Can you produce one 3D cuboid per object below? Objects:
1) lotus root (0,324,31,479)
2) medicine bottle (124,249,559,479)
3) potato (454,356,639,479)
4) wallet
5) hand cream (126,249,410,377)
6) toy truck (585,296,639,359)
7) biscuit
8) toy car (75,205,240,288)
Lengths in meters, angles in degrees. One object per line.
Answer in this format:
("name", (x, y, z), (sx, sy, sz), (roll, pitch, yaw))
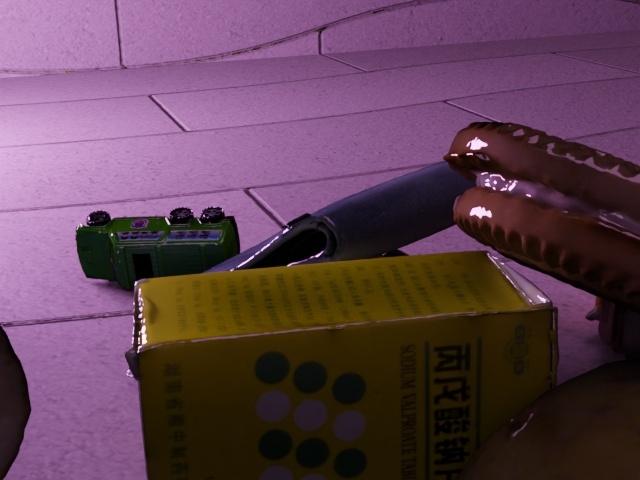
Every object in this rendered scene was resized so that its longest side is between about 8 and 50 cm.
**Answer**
("lotus root", (-0.288, 0.146, 0.470), (0.267, 0.149, 0.260), (-35, 4, -41))
("medicine bottle", (0.011, 0.094, 0.637), (0.250, 0.137, 0.141), (-5, 14, -9))
("potato", (0.220, 0.155, 0.485), (0.270, 0.112, 0.255), (-7, 19, -9))
("wallet", (0.000, -0.001, 0.894), (0.290, 0.054, 0.251), (-19, 3, 45))
("hand cream", (-0.026, 0.070, 0.864), (0.276, 0.059, 0.095), (-22, 23, -37))
("toy truck", (0.321, 0.018, 0.882), (0.135, 0.114, 0.270), (12, 22, 28))
("biscuit", (0.196, 0.001, 0.658), (0.259, 0.079, 0.259), (23, 2, -1))
("toy car", (-0.164, 0.012, 1.026), (0.165, 0.071, 0.062), (-1, 31, 3))
